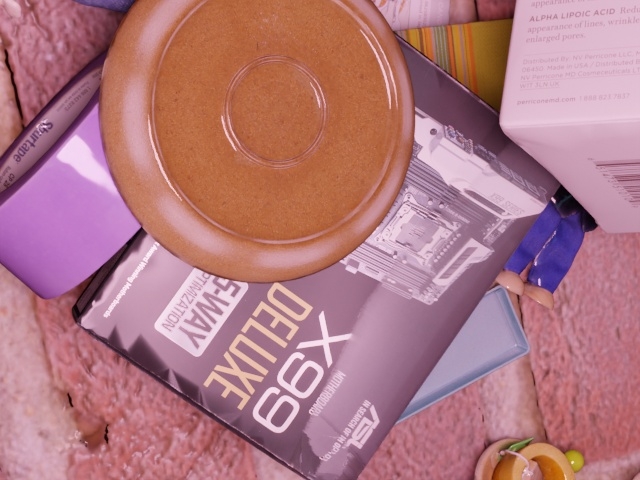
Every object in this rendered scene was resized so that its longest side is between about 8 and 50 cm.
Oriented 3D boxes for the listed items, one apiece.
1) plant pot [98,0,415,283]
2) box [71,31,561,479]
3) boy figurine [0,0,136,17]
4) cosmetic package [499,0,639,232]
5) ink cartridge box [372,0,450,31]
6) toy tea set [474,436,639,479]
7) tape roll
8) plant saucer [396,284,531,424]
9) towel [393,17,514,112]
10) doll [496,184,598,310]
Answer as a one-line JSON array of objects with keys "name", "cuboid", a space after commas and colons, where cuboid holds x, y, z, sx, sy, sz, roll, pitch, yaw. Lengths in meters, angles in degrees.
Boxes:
[{"name": "plant pot", "cuboid": [-0.034, -0.088, 1.146, 0.236, 0.032, 0.236, 0, 89, -23]}, {"name": "box", "cuboid": [0.000, 0.000, 1.243, 0.242, 0.076, 0.307, 36, 87, -13]}, {"name": "boy figurine", "cuboid": [-0.226, -0.244, 1.195, 0.285, 0.092, 0.177, 19, 61, -2]}, {"name": "cosmetic package", "cuboid": [0.262, -0.222, 1.227, 0.217, 0.156, 0.385, 36, 58, -53]}, {"name": "ink cartridge box", "cuboid": [0.000, -0.253, 1.314, 0.232, 0.066, 0.189, -1, 99, -38]}, {"name": "toy tea set", "cuboid": [0.181, 0.264, 1.347, 0.336, 0.124, 0.200, -34, 96, -35]}, {"name": "tape roll", "cuboid": [-0.169, -0.054, 1.208, 0.080, 0.189, 0.189, 42, 85, -18]}, {"name": "plant saucer", "cuboid": [0.082, 0.107, 1.399, 0.192, 0.018, 0.067, -27, 105, -12]}, {"name": "towel", "cuboid": [0.146, -0.128, 1.350, 0.237, 0.021, 0.102, -10, 98, -30]}, {"name": "doll", "cuboid": [0.217, -0.036, 1.391, 0.129, 0.046, 0.189, 25, 99, -35]}]
